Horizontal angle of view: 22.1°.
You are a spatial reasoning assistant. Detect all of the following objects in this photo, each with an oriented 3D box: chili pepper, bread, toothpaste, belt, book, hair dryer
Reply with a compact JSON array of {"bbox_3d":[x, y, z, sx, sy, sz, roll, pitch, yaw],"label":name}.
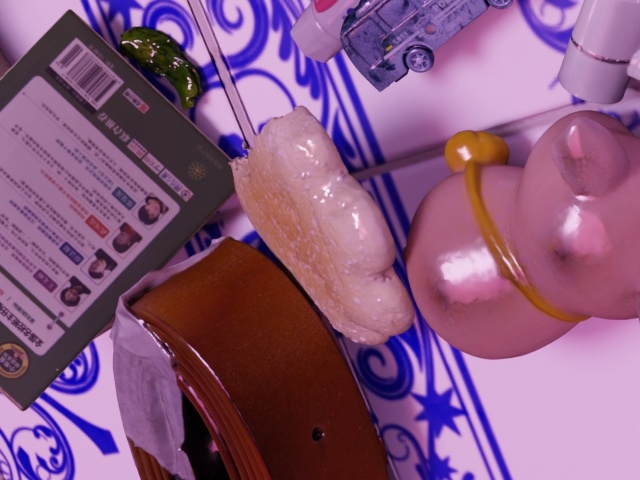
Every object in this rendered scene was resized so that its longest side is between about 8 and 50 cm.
[{"bbox_3d":[-0.128,-0.144,1.334,0.091,0.034,0.030,41,163,14],"label":"chili pepper"},{"bbox_3d":[0.000,0.000,1.212,0.182,0.039,0.251,59,166,2],"label":"bread"},{"bbox_3d":[0.052,-0.198,1.163,0.067,0.043,0.194,47,127,-2],"label":"toothpaste"},{"bbox_3d":[-0.056,0.167,1.337,0.217,0.122,0.338,12,126,48],"label":"belt"},{"bbox_3d":[-0.221,-0.025,1.322,0.202,0.027,0.264,43,87,-2],"label":"book"},{"bbox_3d":[0.228,-0.115,1.066,0.137,0.047,0.082,28,125,17],"label":"hair dryer"}]

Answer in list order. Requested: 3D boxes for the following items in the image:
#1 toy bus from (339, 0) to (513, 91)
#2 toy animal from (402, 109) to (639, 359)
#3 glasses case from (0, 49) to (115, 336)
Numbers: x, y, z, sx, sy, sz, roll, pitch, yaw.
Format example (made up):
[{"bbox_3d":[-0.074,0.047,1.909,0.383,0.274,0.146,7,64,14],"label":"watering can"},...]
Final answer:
[{"bbox_3d":[0.085,-0.171,1.123,0.065,0.047,0.166,43,124,-16],"label":"toy bus"},{"bbox_3d":[0.152,-0.001,1.117,0.165,0.149,0.248,50,145,-13],"label":"toy animal"},{"bbox_3d":[-0.270,-0.051,1.405,0.070,0.131,0.313,-31,90,18],"label":"glasses case"}]
